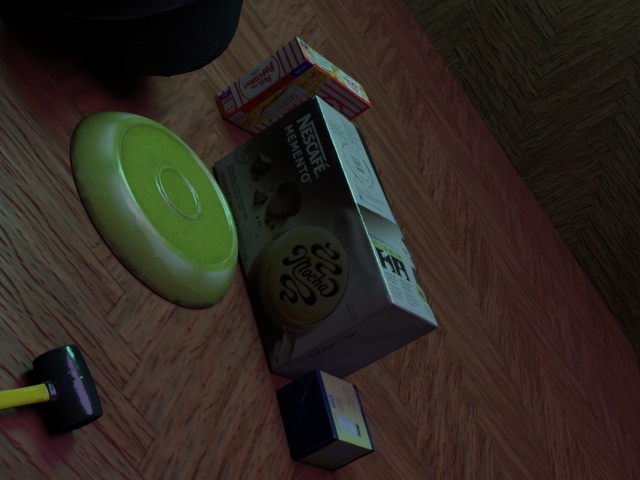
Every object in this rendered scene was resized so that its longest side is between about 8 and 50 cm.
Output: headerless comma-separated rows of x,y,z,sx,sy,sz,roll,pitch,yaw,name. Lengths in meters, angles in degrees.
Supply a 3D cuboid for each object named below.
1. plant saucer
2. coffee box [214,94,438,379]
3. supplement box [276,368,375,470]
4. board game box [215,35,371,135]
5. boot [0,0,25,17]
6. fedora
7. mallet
-0.161,-0.042,0.955,0.241,0.037,0.241,46,25,-29,plant saucer
0.000,0.000,1.073,0.119,0.168,0.297,29,37,-52,coffee box
0.006,0.196,0.975,0.083,0.056,0.083,32,33,-49,supplement box
-0.035,-0.201,1.295,0.193,0.146,0.045,20,43,-57,board game box
-0.221,-0.375,0.862,0.131,0.260,0.348,38,44,-61,boot
-0.181,-0.295,1.028,0.334,0.333,0.153,-97,-179,-47,fedora
-0.230,0.103,0.616,0.189,0.039,0.062,13,51,-57,mallet
